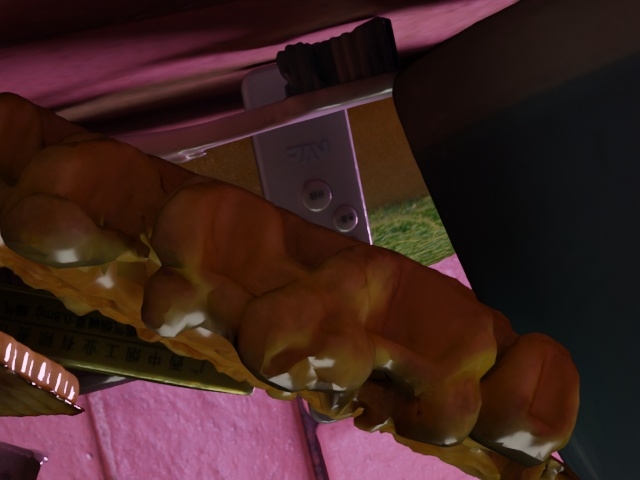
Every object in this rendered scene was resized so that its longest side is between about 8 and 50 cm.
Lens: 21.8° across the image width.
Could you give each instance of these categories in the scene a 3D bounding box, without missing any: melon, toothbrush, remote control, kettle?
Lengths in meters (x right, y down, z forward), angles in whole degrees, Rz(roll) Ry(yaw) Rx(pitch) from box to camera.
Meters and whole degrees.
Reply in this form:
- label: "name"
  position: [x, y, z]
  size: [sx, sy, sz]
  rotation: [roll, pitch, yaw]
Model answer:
- label: "melon"
  position: [-0.036, -0.020, 0.924]
  size: [0.324, 0.124, 0.196]
  rotation: [-15, 175, -25]
- label: "toothbrush"
  position: [-0.145, -0.035, 0.774]
  size: [0.386, 0.040, 0.040]
  rotation: [-14, 180, 14]
- label: "remote control"
  position: [0.000, 0.000, 0.827]
  size: [0.050, 0.184, 0.027]
  rotation: [-14, -167, -11]
- label: "kettle"
  position: [0.237, 0.030, 0.683]
  size: [0.320, 0.342, 0.247]
  rotation: [-23, 179, -15]

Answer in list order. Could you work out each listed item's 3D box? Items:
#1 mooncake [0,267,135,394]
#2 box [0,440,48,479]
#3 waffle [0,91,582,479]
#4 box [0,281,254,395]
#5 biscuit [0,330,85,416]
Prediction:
- label: "mooncake"
  position: [-0.123, 0.020, 1.255]
  size: [0.306, 0.154, 0.306]
  rotation: [-14, 178, 0]
- label: "box"
  position: [-0.331, 0.154, 0.844]
  size: [0.297, 0.190, 0.225]
  rotation: [23, 160, -25]
- label: "waffle"
  position: [-0.034, 0.020, 0.620]
  size: [0.329, 0.062, 0.329]
  rotation: [24, 172, 3]
- label: "box"
  position: [-0.203, 0.046, 0.983]
  size: [0.311, 0.043, 0.173]
  rotation: [12, 173, -15]
- label: "biscuit"
  position: [-0.247, 0.045, 0.838]
  size: [0.172, 0.029, 0.254]
  rotation: [-4, 156, 22]
